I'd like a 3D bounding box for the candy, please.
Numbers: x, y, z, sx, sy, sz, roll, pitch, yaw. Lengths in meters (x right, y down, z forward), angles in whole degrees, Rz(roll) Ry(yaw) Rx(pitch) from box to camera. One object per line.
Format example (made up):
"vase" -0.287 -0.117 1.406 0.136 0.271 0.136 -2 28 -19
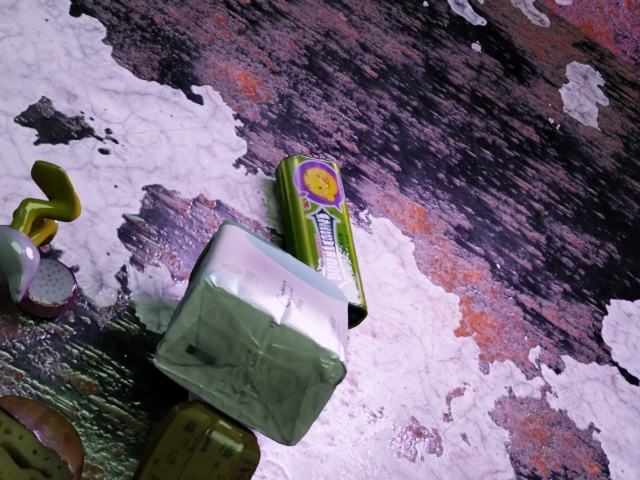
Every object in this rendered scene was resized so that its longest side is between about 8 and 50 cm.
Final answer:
"candy" -0.441 0.075 1.780 0.103 0.043 0.103 18 48 -21

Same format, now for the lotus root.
"lotus root" -0.423 0.315 1.529 0.188 0.199 0.180 47 4 -3

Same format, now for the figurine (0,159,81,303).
"figurine" -0.565 0.008 1.641 0.284 0.204 0.338 29 48 5

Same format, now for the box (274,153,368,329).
"box" 0.000 0.000 2.094 0.134 0.097 0.345 11 50 -27

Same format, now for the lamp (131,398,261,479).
"lamp" -0.183 0.337 1.628 0.161 0.161 0.185 32 87 -7

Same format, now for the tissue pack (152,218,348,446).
"tissue pack" -0.097 0.134 1.762 0.266 0.193 0.356 32 13 -8
